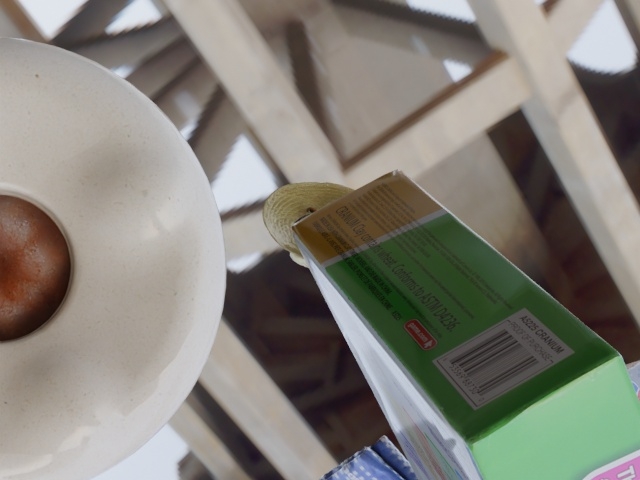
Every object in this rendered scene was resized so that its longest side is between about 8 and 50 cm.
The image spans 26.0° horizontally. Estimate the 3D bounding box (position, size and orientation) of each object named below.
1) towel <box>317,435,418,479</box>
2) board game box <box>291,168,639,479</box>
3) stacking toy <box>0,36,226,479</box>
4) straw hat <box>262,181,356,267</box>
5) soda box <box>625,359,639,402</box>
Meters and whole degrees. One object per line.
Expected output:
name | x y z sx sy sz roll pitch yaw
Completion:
towel | 0.035 0.314 1.112 0.040 0.243 0.336 -41 176 -44
board game box | 0.107 0.143 0.641 0.064 0.316 0.242 -29 -155 -5
stacking toy | -0.294 0.037 1.223 0.350 0.350 0.480 -46 -173 -14
straw hat | 0.000 0.000 1.554 0.145 0.061 0.144 9 -137 -9
soda box | 0.275 0.195 1.417 0.083 0.092 0.263 -22 174 30
